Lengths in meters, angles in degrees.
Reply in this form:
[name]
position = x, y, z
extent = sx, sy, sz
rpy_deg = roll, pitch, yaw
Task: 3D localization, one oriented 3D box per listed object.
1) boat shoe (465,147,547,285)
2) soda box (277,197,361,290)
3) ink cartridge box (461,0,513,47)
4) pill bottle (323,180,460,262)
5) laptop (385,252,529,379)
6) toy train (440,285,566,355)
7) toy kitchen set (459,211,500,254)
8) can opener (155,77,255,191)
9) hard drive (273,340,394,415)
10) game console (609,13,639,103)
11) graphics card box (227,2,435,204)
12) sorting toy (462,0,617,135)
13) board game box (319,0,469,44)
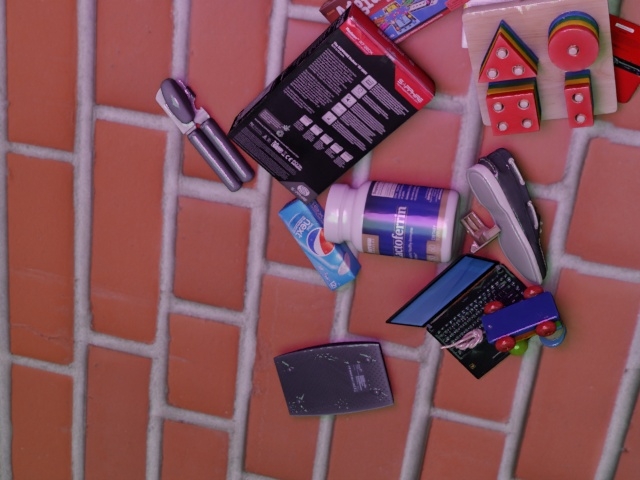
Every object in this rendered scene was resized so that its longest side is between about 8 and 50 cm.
[boat shoe]
position = 0.401, -0.045, 1.881
extent = 0.091, 0.114, 0.303
rpy_deg = -37, 118, -15
[soda box]
position = 0.000, 0.000, 2.017
extent = 0.067, 0.071, 0.210
rpy_deg = -31, 100, 23
[ink cartridge box]
position = 0.326, -0.458, 1.766
extent = 0.104, 0.061, 0.181
rpy_deg = 5, 111, 12
[pill bottle]
position = 0.148, -0.043, 1.920
extent = 0.264, 0.153, 0.153
rpy_deg = 7, 112, 12
[laptop]
position = 0.319, 0.166, 1.962
extent = 0.264, 0.136, 0.234
rpy_deg = 44, 115, -4
[toy train]
position = 0.385, 0.199, 1.938
extent = 0.248, 0.105, 0.143
rpy_deg = -24, 144, 17
[toy kitchen set]
position = 0.313, -0.018, 1.902
extent = 0.068, 0.083, 0.075
rpy_deg = -36, 79, -9
[can opener]
position = -0.254, -0.223, 1.995
extent = 0.074, 0.093, 0.280
rpy_deg = -34, 103, 22
[hard drive]
position = 0.033, 0.313, 2.136
extent = 0.254, 0.054, 0.172
rpy_deg = -10, 107, 18
[game console]
position = 0.551, -0.351, 1.776
extent = 0.144, 0.085, 0.124
rpy_deg = 24, 83, 4
[graphics card box]
position = 0.018, -0.263, 1.860
extent = 0.232, 0.094, 0.371
rpy_deg = 39, 120, -18
[sorting toy]
position = 0.407, -0.315, 1.727
extent = 0.257, 0.089, 0.255
rpy_deg = -4, 132, 20
[board game box]
position = 0.138, -0.449, 1.755
extent = 0.145, 0.027, 0.281
rpy_deg = 44, 141, -21
